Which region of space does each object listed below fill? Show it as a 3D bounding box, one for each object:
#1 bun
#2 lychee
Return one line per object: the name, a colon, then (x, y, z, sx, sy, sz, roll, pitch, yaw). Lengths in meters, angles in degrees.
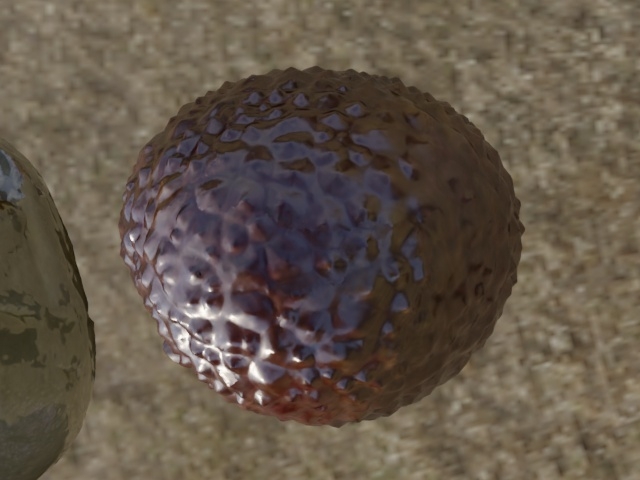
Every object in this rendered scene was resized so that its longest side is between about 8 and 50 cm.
bun: (-0.155, 0.012, 0.775, 0.113, 0.166, 0.173, -51, 60, 27)
lychee: (0.000, 0.000, 1.316, 0.260, 0.260, 0.261, 6, 99, 39)
